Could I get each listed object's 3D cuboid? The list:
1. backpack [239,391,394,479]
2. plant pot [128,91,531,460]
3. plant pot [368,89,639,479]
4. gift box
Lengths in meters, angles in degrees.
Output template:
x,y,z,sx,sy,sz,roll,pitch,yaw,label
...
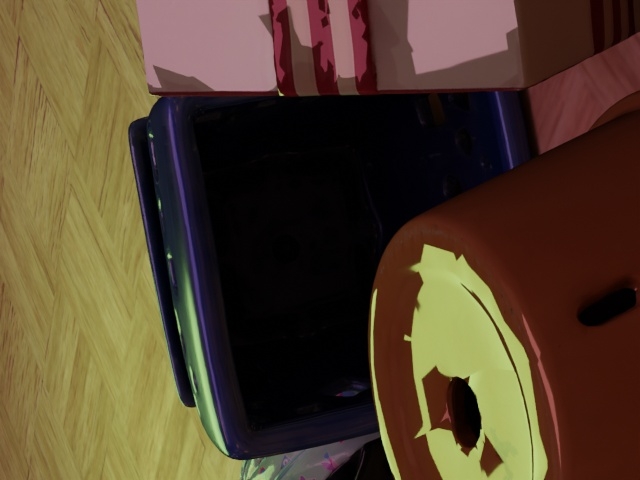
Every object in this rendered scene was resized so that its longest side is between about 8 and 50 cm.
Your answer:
x,y,z,sx,sy,sz,roll,pitch,yaw,label
0.016,0.166,1.434,0.115,0.152,0.182,54,135,28,backpack
0.000,0.000,1.289,0.212,0.236,0.236,180,79,-72,plant pot
0.156,0.066,0.992,0.291,0.204,0.290,170,90,-67,plant pot
0.040,-0.227,1.018,0.255,0.276,0.258,0,107,26,gift box
